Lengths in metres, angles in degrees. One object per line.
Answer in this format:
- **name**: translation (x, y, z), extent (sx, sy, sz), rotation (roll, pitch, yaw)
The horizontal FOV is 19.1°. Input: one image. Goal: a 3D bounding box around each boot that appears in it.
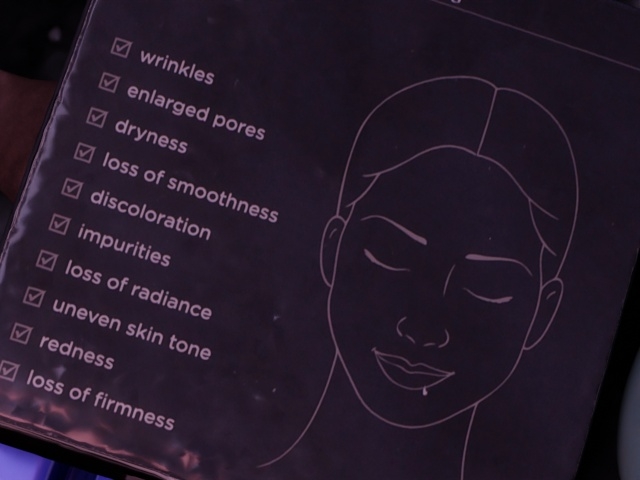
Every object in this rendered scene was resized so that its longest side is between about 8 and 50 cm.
- **boot**: translation (-0.260, -0.145, 1.953), extent (0.207, 0.090, 0.248), rotation (25, 86, 26)

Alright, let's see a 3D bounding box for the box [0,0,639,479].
- **box**: translation (0.000, 0.000, 1.572), extent (0.480, 0.297, 0.472), rotation (19, 79, -3)

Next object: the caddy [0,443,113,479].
- **caddy**: translation (-0.215, 0.211, 1.761), extent (0.241, 0.179, 0.341), rotation (20, 79, 5)

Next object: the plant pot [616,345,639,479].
- **plant pot**: translation (0.370, 0.137, 1.479), extent (0.293, 0.293, 0.235), rotation (46, 118, 29)
